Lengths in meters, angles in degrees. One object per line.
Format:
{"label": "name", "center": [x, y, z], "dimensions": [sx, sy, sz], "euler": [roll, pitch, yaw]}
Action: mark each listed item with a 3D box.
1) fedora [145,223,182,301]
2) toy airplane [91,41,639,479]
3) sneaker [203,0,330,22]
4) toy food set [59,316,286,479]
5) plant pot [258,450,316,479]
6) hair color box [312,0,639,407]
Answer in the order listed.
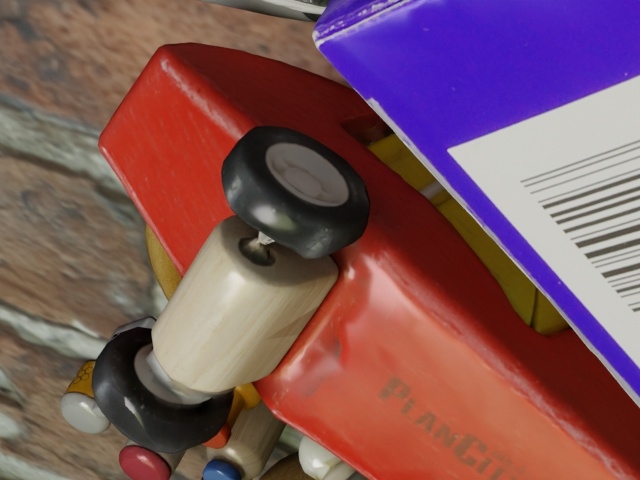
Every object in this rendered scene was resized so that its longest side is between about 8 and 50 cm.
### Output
{"label": "fedora", "center": [0.000, 0.000, 0.925], "dimensions": [0.194, 0.079, 0.194], "euler": [11, 133, 12]}
{"label": "toy airplane", "center": [0.120, 0.069, 0.750], "dimensions": [0.386, 0.272, 0.384], "euler": [-5, 112, 23]}
{"label": "sneaker", "center": [-0.061, -0.159, 0.788], "dimensions": [0.271, 0.100, 0.108], "euler": [17, 165, 10]}
{"label": "toy food set", "center": [-0.095, 0.123, 1.101], "dimensions": [0.232, 0.104, 0.111], "euler": [-19, 122, 43]}
{"label": "plant pot", "center": [0.074, 0.216, 1.030], "dimensions": [0.254, 0.237, 0.237], "euler": [10, 140, 42]}
{"label": "hair color box", "center": [0.149, -0.114, 0.491], "dimensions": [0.110, 0.339, 0.185], "euler": [-19, 122, 46]}
